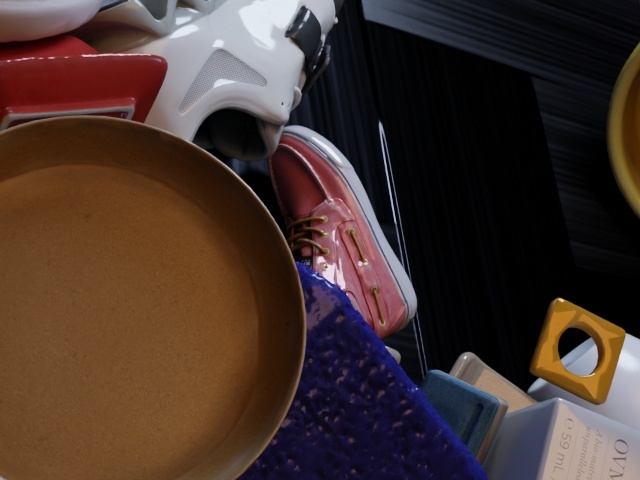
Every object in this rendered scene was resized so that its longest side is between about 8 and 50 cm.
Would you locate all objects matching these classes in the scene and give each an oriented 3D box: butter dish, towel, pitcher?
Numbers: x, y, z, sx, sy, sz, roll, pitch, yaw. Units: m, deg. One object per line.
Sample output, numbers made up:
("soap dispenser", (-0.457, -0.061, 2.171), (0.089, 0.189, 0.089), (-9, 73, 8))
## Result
("butter dish", (-0.205, -0.081, 1.135), (0.160, 0.160, 0.118), (-10, 48, -45))
("towel", (-0.055, 0.189, 1.041), (0.308, 0.076, 0.227), (-44, 110, -21))
("pitcher", (0.238, 0.189, 1.367), (0.178, 0.125, 0.207), (-37, 87, -17))

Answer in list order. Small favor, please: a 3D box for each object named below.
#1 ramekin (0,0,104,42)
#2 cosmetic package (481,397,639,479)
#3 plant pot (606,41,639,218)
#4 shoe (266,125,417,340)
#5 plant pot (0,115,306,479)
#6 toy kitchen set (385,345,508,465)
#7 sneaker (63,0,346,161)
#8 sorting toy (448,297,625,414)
("ramekin", (-0.251, -0.247, 1.114), (0.273, 0.127, 0.273), (18, 28, -10))
("cosmetic package", (0.196, 0.254, 1.170), (0.225, 0.138, 0.224), (23, 68, -16))
("plant pot", (0.411, -0.129, 1.643), (0.254, 0.254, 0.239), (51, 27, -4))
("shoe", (0.000, 0.000, 1.306), (0.081, 0.063, 0.178), (-30, 89, -51))
("plant pot", (-0.126, 0.045, 0.975), (0.236, 0.032, 0.236), (5, 70, -14))
("toy kitchen set", (-0.009, 0.112, 1.136), (0.207, 0.122, 0.166), (24, -2, 19))
("sneaker", (-0.057, -0.137, 1.322), (0.330, 0.122, 0.146), (-31, 102, -47))
("sorting toy", (0.131, 0.204, 1.260), (0.196, 0.047, 0.347), (38, 65, -8))
